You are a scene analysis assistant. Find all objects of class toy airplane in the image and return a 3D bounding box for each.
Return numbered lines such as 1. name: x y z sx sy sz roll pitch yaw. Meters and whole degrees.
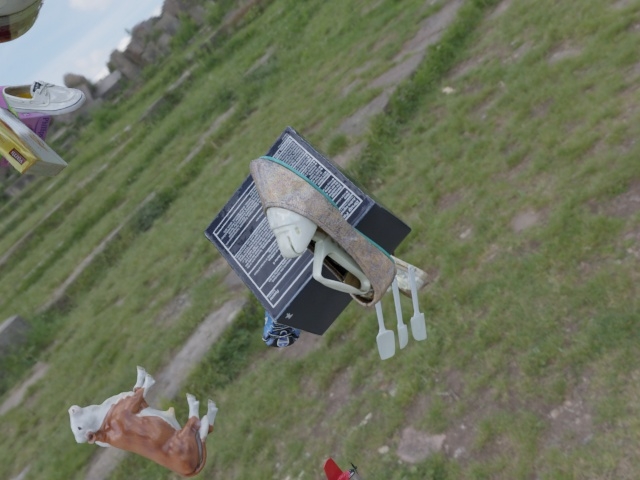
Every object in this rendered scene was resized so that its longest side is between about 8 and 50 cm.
1. toy airplane: 0.021 0.516 1.238 0.151 0.151 0.028 -47 40 -13

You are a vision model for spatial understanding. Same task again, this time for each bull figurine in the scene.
1. bull figurine: -0.379 0.393 1.316 0.188 0.310 0.101 -65 5 -11

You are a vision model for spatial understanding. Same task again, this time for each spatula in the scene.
1. spatula: 0.216 0.200 1.675 0.168 0.242 0.019 -19 22 -20

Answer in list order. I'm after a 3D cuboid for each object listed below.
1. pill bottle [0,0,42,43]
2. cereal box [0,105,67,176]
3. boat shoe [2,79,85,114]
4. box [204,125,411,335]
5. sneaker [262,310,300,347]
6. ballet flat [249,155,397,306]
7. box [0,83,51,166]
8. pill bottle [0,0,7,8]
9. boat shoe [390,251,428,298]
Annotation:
1. pill bottle: -0.574 -0.474 1.014 0.224 0.224 0.392 -48 25 -15
2. cereal box: -0.625 -0.208 1.241 0.047 0.173 0.240 -45 10 -3
3. boat shoe: -0.340 -0.178 0.740 0.100 0.035 0.035 3 60 10
4. box: -0.031 -0.016 1.237 0.296 0.182 0.294 -50 53 9
5. sneaker: -0.090 0.207 1.622 0.330 0.129 0.147 96 174 -67
6. ballet flat: 0.000 0.000 0.937 0.107 0.316 0.106 -13 45 55
7. box: -0.885 -0.301 1.632 0.243 0.117 0.213 -21 -17 -42
8. pill bottle: -0.431 -0.291 0.595 0.124 0.221 0.124 9 -90 -88
9. boat shoe: 0.191 0.059 1.845 0.302 0.109 0.098 35 87 32
